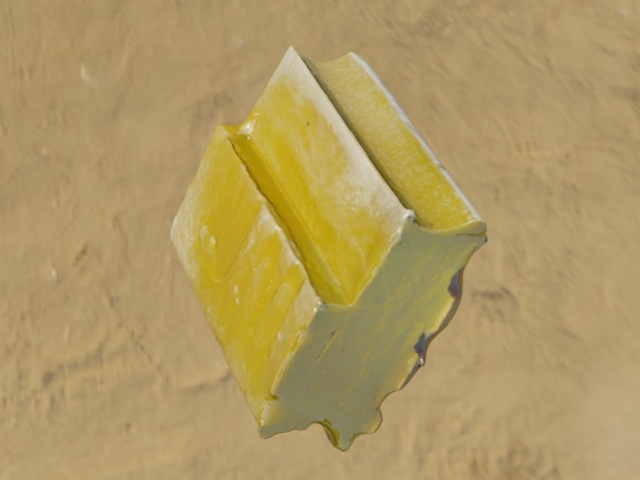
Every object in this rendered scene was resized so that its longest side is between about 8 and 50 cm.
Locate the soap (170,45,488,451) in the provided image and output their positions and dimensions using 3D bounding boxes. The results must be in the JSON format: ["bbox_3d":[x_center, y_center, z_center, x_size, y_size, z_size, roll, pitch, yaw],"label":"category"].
[{"bbox_3d":[0.000,0.000,1.494,0.143,0.281,0.259,16,117,-33],"label":"soap"}]
